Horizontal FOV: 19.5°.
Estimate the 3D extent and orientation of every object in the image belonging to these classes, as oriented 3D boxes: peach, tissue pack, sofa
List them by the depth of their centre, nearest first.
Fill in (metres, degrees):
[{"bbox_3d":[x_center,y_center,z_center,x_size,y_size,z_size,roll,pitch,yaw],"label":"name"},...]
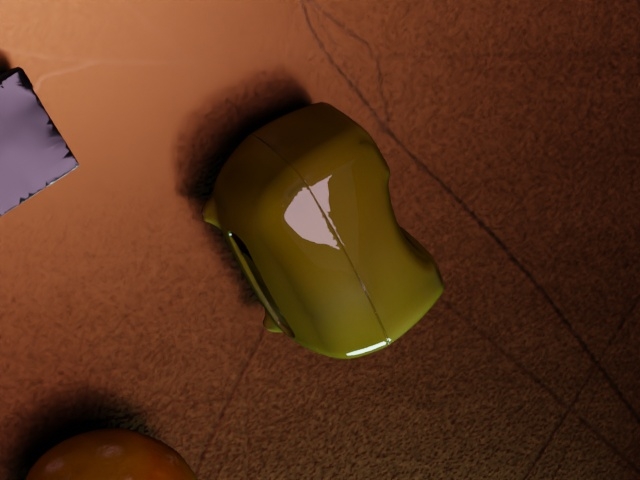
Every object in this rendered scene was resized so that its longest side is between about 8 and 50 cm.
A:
[{"bbox_3d":[-0.250,-0.050,1.293,0.147,0.060,0.085,-34,103,-9],"label":"sofa"},{"bbox_3d":[0.000,0.000,1.380,0.127,0.123,0.178,-36,121,-12],"label":"tissue pack"},{"bbox_3d":[-0.152,0.204,1.392,0.138,0.138,0.138,-9,114,-21],"label":"peach"}]
